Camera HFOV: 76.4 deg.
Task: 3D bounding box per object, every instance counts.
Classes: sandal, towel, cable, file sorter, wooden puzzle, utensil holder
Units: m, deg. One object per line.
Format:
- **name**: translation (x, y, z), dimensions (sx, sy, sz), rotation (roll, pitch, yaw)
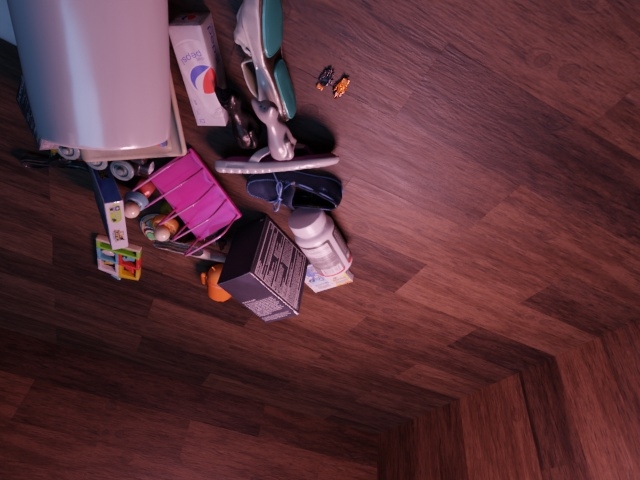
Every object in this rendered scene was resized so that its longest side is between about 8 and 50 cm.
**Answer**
- **sandal**: translation (-0.149, -0.274, 1.303), dimensions (0.416, 0.169, 0.102), rotation (-2, 105, 10)
- **towel**: translation (-0.513, 0.037, 1.630), dimensions (0.282, 0.049, 0.187), rotation (10, 176, 26)
- **cable**: translation (-0.956, -0.298, 1.478), dimensions (0.287, 0.072, 0.139), rotation (-2, 161, 29)
- **file sorter**: translation (-0.454, -0.124, 1.387), dimensions (0.202, 0.182, 0.291), rotation (-27, 110, 18)
- **wooden puzzle**: translation (-0.589, -0.390, 1.178), dimensions (0.348, 0.080, 0.322), rotation (-2, 116, 4)
- **utensil holder**: translation (-0.513, -0.438, 0.942), dimensions (0.327, 0.327, 0.385), rotation (8, 117, 1)

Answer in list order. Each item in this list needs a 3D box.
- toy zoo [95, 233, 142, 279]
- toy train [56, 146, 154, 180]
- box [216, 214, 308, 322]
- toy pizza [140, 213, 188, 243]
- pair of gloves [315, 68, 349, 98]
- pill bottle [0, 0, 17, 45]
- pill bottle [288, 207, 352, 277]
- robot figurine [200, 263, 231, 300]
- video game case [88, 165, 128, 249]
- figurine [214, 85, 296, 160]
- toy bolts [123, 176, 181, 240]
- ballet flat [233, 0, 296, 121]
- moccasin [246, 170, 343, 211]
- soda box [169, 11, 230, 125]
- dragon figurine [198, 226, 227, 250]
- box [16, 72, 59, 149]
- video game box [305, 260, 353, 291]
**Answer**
- **toy zoo**: translation (-0.943, 0.096, 1.906), dimensions (0.192, 0.030, 0.293), rotation (18, 138, -11)
- **toy train**: translation (-0.704, -0.333, 1.328), dimensions (0.334, 0.142, 0.190), rotation (21, 123, -10)
- **box**: translation (-0.216, 0.115, 1.613), dimensions (0.183, 0.296, 0.294), rotation (-19, 130, 28)
- **toy pizza**: translation (-0.662, -0.034, 1.715), dimensions (0.201, 0.032, 0.201), rotation (5, 138, 4)
- **pair of gloves**: translation (0.036, -0.447, 1.163), dimensions (0.083, 0.010, 0.074), rotation (26, 136, -15)
- **pill bottle**: translation (-0.861, -0.640, 0.938), dimensions (0.392, 0.224, 0.224), rotation (27, 135, -19)
- **pill bottle**: translation (0.000, 0.000, 1.549), dimensions (0.161, 0.161, 0.283), rotation (-13, 133, 22)
- **robot figurine**: translation (-0.454, 0.192, 1.861), dimensions (0.158, 0.128, 0.219), rotation (44, 142, 21)
- **video game case**: translation (-0.760, -0.145, 1.453), dimensions (0.061, 0.269, 0.244), rotation (-15, 148, -31)
- **figurine**: translation (-0.181, -0.337, 1.153), dimensions (0.215, 0.092, 0.209), rotation (23, 163, 23)
- **toy bolts**: translation (-0.612, -0.123, 1.514), dimensions (0.228, 0.158, 0.218), rotation (31, 133, -23)
- **ballet flat**: translation (-0.158, -0.492, 1.068), dimensions (0.139, 0.139, 0.400), rotation (1, 141, 8)
- **moccasin**: translation (-0.095, -0.173, 1.406), dimensions (0.342, 0.117, 0.138), rotation (2, 138, 7)
- **soda box**: translation (-0.326, -0.468, 1.135), dimensions (0.091, 0.098, 0.286), rotation (3, 137, 6)
- **dragon figurine**: translation (-0.414, -0.072, 1.593), dimensions (0.085, 0.144, 0.289), rotation (9, 119, 1)
- **box**: translation (-0.798, -0.400, 1.174), dimensions (0.231, 0.056, 0.183), rotation (-31, 85, 43)
- **video game box**: translation (0.011, 0.141, 1.788), dimensions (0.205, 0.048, 0.187), rotation (-20, 133, 28)
